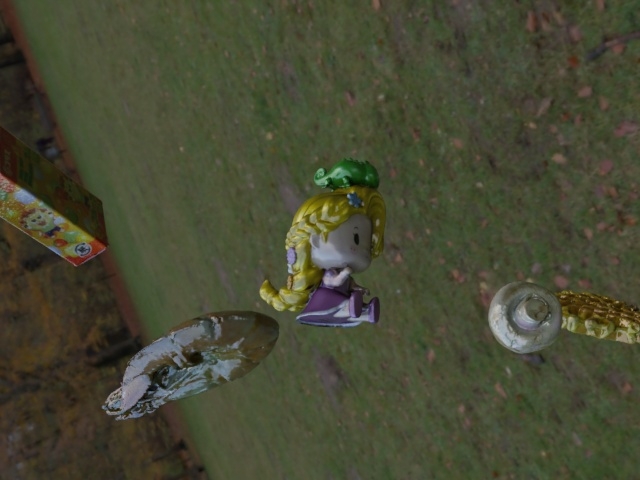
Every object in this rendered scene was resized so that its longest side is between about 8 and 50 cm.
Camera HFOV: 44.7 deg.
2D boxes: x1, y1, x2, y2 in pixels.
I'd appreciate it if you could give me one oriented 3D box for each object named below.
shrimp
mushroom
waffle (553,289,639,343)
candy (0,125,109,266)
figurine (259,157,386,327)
[{"bbox_3d":[-0.165,0.146,0.886,0.267,0.145,0.061,-28,64,30],"label":"shrimp"},{"bbox_3d":[0.232,0.085,0.878,0.083,0.084,0.067,62,166,18],"label":"mushroom"},{"bbox_3d":[0.625,0.170,1.726,0.283,0.309,0.065,10,102,24],"label":"waffle"},{"bbox_3d":[-0.232,-0.034,0.646,0.122,0.038,0.062,44,-161,-47],"label":"candy"},{"bbox_3d":[0.000,0.000,0.714,0.095,0.115,0.156,30,-119,-62],"label":"figurine"}]
